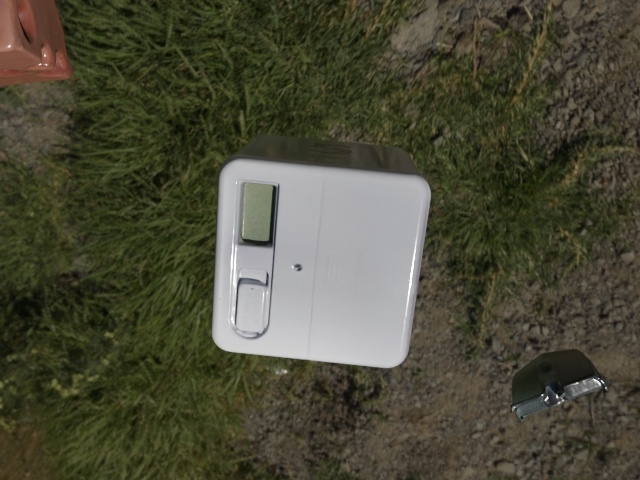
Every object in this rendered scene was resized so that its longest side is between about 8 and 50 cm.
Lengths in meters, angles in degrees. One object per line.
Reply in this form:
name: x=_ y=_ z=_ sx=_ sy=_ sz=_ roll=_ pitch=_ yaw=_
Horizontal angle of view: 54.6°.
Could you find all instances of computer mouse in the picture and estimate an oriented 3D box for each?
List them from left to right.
computer mouse: x=0.316 y=0.188 z=0.843 sx=0.126 sy=0.231 sz=0.071 roll=-27 pitch=72 yaw=19

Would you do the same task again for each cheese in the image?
cheese: x=-0.342 y=-0.214 z=0.608 sx=0.128 sy=0.177 sz=0.203 roll=-6 pitch=128 yaw=-6

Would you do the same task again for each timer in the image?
timer: x=0.000 y=0.000 z=0.655 sx=0.194 sy=0.195 sz=0.192 roll=6 pitch=106 yaw=2
